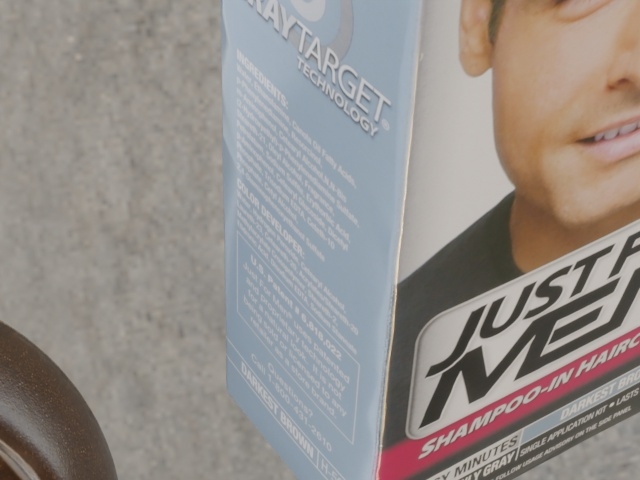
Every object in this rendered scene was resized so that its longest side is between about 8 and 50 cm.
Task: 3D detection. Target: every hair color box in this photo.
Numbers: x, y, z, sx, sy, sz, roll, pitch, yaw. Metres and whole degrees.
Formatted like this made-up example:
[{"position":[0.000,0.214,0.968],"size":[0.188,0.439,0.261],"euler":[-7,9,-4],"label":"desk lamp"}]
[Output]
[{"position":[0.070,-0.068,0.551],"size":[0.113,0.185,0.374],"euler":[47,149,36],"label":"hair color box"}]

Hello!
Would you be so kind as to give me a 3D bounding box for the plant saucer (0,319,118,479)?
[{"position":[-0.234,0.174,0.737],"size":[0.050,0.311,0.310],"euler":[29,125,58],"label":"plant saucer"}]
